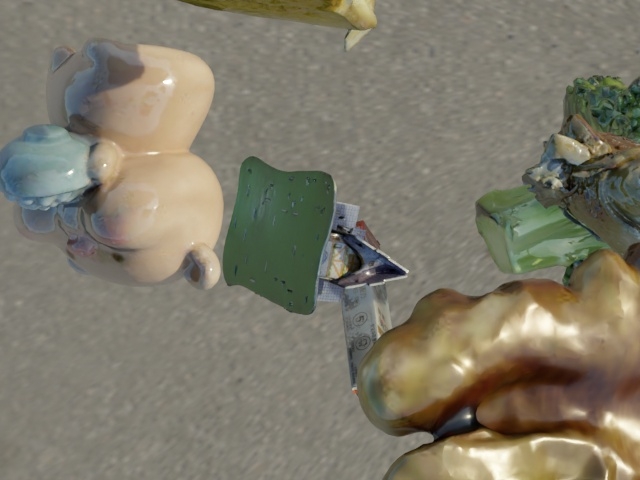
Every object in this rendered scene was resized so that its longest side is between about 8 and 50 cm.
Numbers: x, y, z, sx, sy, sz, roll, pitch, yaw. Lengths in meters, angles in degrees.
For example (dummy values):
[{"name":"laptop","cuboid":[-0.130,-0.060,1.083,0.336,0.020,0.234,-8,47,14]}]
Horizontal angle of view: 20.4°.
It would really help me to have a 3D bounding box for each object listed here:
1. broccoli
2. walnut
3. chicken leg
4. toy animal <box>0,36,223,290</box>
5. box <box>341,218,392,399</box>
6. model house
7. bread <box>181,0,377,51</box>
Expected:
[{"name":"broccoli","cuboid":[0.334,-0.041,1.887,0.318,0.338,0.277,-20,97,16]},{"name":"walnut","cuboid":[0.088,0.071,0.581,0.170,0.069,0.142,2,88,-18]},{"name":"chicken leg","cuboid":[0.228,-0.029,1.188,0.196,0.125,0.080,19,74,41]},{"name":"toy animal","cuboid":[-0.194,-0.081,1.748,0.210,0.229,0.221,1,58,46]},{"name":"box","cuboid":[0.048,0.077,1.852,0.040,0.055,0.218,-21,47,15]},{"name":"model house","cuboid":[0.000,0.000,1.451,0.088,0.167,0.117,9,92,-30]},{"name":"bread","cuboid":[-0.097,-0.307,1.334,0.394,0.250,0.361,5,139,-10]}]
